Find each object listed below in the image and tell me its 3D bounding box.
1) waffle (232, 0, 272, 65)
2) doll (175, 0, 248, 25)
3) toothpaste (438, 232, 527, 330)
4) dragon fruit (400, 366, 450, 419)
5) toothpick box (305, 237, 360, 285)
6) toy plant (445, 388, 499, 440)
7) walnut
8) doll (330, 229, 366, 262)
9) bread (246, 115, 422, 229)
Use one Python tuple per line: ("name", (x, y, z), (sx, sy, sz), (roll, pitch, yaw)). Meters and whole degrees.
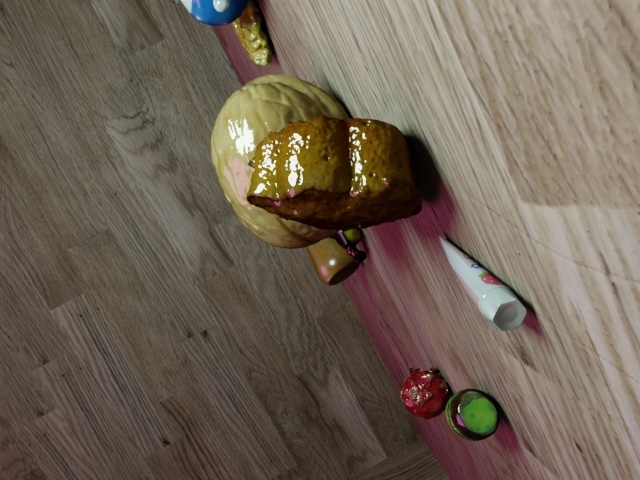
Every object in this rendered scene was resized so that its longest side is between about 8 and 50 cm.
("waffle", (-0.202, -0.580, 1.303), (0.300, 0.058, 0.281), (64, 175, -15))
("doll", (-0.217, -0.541, 1.048), (0.257, 0.161, 0.215), (154, 116, -75))
("toothpaste", (0.194, 0.050, 0.655), (0.067, 0.043, 0.194), (61, -177, -21))
("dragon fruit", (0.279, 0.403, 1.362), (0.166, 0.133, 0.136), (71, -147, -58))
("toothpick box", (0.000, 0.000, 1.778), (0.294, 0.192, 0.192), (55, 174, 22))
("toy plant", (0.285, 0.331, 0.985), (0.092, 0.093, 0.162), (61, 175, 20))
("walnut", (-0.055, -0.142, 0.937), (0.252, 0.277, 0.312), (-7, 109, 52))
("doll", (0.074, -0.019, 1.451), (0.127, 0.088, 0.248), (36, 172, 30))
("bread", (0.017, -0.081, 0.697), (0.247, 0.232, 0.135), (178, 90, -76))
